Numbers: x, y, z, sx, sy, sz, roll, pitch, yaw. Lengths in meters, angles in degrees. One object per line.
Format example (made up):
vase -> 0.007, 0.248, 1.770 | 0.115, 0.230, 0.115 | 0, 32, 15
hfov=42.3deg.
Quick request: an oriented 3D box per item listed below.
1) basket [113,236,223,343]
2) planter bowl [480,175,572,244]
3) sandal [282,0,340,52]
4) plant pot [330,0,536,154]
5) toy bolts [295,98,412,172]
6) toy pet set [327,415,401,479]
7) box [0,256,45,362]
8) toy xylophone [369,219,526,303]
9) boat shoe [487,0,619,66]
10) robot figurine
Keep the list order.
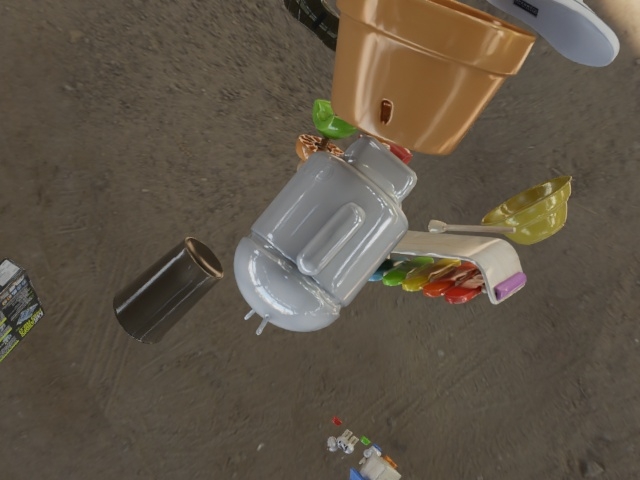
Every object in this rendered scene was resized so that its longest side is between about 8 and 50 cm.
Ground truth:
basket -> -0.352, 0.110, 1.953 | 0.227, 0.204, 0.154 | -41, 100, 15
planter bowl -> 0.468, -0.051, 1.809 | 0.217, 0.217, 0.090 | -28, 95, 7
sandal -> -0.003, -0.510, 1.849 | 0.219, 0.060, 0.090 | 45, 108, 0
plant pot -> 0.138, -0.258, 1.216 | 0.290, 0.291, 0.204 | 23, 111, 3
toy bolts -> 0.078, -0.135, 1.551 | 0.218, 0.228, 0.159 | 8, 118, -32
toy pet set -> 0.059, 0.321, 1.156 | 0.065, 0.114, 0.122 | -50, 128, -3
box -> -0.752, 0.200, 1.859 | 0.060, 0.216, 0.270 | 29, 60, 14
toy xylophone -> 0.223, 0.033, 1.494 | 0.322, 0.236, 0.081 | 10, 113, 47
boat shoe -> 0.369, -0.374, 1.297 | 0.258, 0.095, 0.084 | 42, 67, 14
robot figurine -> 0.000, 0.000, 1.324 | 0.199, 0.300, 0.353 | 39, 85, -1
